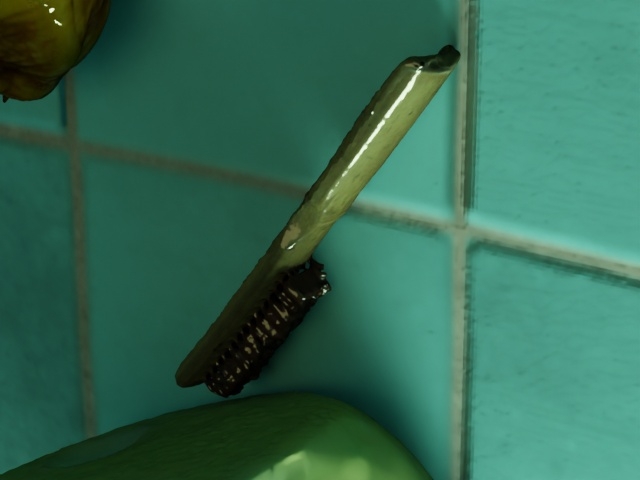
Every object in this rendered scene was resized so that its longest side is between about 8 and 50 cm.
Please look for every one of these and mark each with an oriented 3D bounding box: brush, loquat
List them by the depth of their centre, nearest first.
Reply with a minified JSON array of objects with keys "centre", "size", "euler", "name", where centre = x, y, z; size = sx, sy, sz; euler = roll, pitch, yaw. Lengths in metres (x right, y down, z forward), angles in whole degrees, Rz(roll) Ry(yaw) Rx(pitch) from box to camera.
[{"centre":[0.000,0.000,0.776],"size":[0.036,0.043,0.248],"euler":[43,126,7],"name":"brush"},{"centre":[-0.168,-0.134,0.806],"size":[0.137,0.113,0.137],"euler":[22,140,20],"name":"loquat"}]

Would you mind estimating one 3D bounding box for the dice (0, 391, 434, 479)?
[{"centre":[-0.070,0.230,0.778],"size":[0.254,0.250,0.252],"euler":[-15,98,38],"name":"dice"}]
